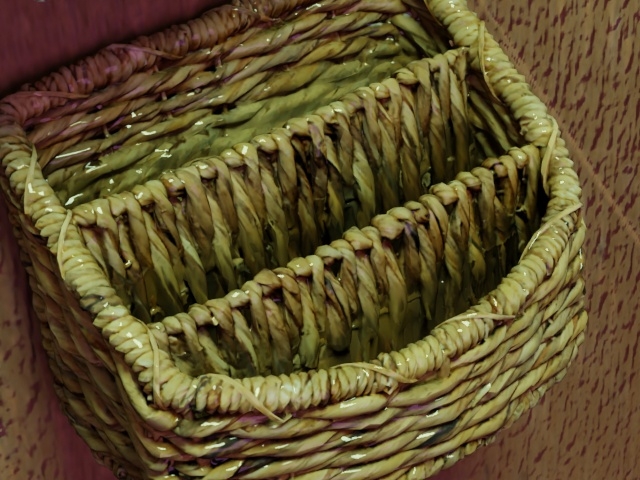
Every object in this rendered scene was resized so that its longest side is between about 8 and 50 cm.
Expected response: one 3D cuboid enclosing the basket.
[{"bbox_3d":[0.000,0.000,0.867,0.299,0.213,0.223,-24,127,-25],"label":"basket"}]
